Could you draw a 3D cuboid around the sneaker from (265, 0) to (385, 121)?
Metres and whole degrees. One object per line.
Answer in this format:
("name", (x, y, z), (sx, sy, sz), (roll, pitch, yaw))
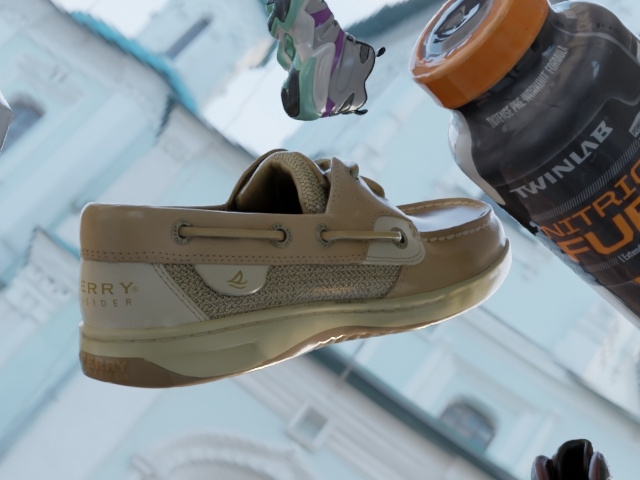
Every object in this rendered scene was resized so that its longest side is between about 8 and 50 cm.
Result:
("sneaker", (0.007, -0.118, 0.931), (0.038, 0.069, 0.098), (-14, -100, 61))

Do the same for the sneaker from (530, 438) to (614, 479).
("sneaker", (0.248, 0.260, 1.423), (0.106, 0.162, 0.281), (-10, -14, 11))

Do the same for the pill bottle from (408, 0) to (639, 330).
("pill bottle", (0.166, -0.054, 0.957), (0.246, 0.130, 0.130), (39, -34, -21))

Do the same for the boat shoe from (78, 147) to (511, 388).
("boat shoe", (0.000, 0.000, 0.955), (0.122, 0.341, 0.110), (3, -79, 40))

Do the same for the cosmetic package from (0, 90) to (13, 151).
("cosmetic package", (-0.305, -0.073, 0.861), (0.224, 0.138, 0.224), (18, 13, -24))
